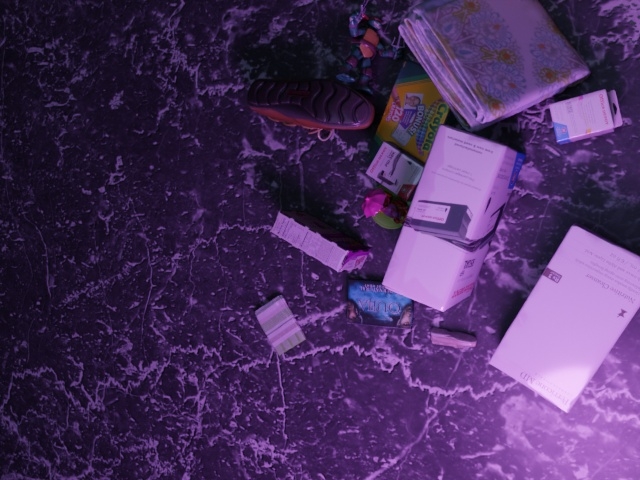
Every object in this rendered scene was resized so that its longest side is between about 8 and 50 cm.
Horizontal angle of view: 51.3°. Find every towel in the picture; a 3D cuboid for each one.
[{"bbox_3d":[0.400,-0.440,1.535,0.320,0.375,0.090,59,157,10],"label":"towel"},{"bbox_3d":[-0.118,0.250,1.964,0.113,0.023,0.152,-35,79,25],"label":"towel"}]

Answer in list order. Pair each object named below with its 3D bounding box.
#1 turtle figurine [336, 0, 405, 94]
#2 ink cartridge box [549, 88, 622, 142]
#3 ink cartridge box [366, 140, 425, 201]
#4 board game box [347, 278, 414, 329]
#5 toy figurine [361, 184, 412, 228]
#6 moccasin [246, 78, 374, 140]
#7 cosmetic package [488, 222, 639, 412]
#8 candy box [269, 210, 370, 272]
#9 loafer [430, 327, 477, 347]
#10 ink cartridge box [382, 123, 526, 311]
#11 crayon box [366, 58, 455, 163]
[{"bbox_3d":[0.129,-0.515,1.761,0.175,0.118,0.234,22,87,-20],"label":"turtle figurine"},{"bbox_3d":[0.617,-0.286,1.545,0.143,0.090,0.092,-12,87,25],"label":"ink cartridge box"},{"bbox_3d":[0.197,-0.175,1.681,0.135,0.056,0.099,36,110,20],"label":"ink cartridge box"},{"bbox_3d":[0.163,0.172,1.819,0.186,0.026,0.126,2,93,26],"label":"board game box"},{"bbox_3d":[0.178,-0.081,1.728,0.173,0.159,0.130,33,106,20],"label":"toy figurine"},{"bbox_3d":[-0.021,-0.360,1.835,0.380,0.147,0.139,7,81,29],"label":"moccasin"},{"bbox_3d":[0.584,0.172,1.545,0.217,0.156,0.384,30,104,20],"label":"cosmetic package"},{"bbox_3d":[0.000,0.000,1.817,0.233,0.159,0.071,31,104,22],"label":"candy box"},{"bbox_3d":[0.346,0.260,1.731,0.125,0.045,0.039,10,114,32],"label":"loafer"},{"bbox_3d":[0.323,-0.053,1.589,0.166,0.285,0.394,24,103,22],"label":"ink cartridge box"},{"bbox_3d":[0.251,-0.306,1.725,0.165,0.081,0.278,25,103,23],"label":"crayon box"}]
